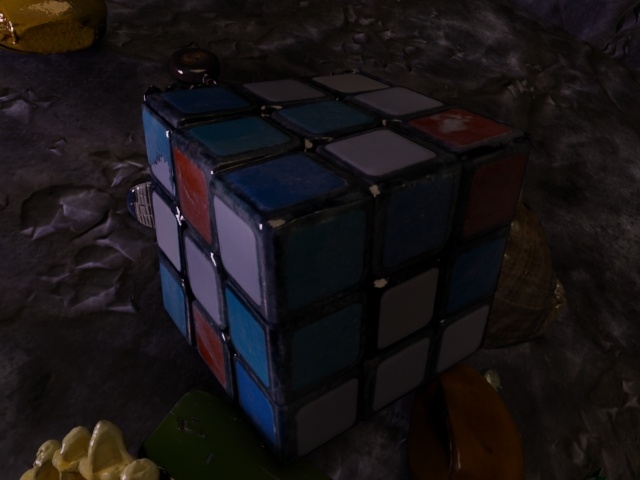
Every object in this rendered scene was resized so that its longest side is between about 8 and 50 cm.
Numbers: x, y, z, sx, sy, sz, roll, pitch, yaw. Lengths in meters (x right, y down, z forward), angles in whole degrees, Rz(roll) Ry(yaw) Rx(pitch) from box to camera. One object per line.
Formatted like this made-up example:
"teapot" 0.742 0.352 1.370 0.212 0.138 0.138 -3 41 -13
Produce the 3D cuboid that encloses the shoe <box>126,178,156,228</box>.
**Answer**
"shoe" -0.229 -0.085 0.949 0.207 0.091 0.106 -14 35 -25

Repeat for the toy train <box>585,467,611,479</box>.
"toy train" 0.375 0.448 0.704 0.154 0.115 0.269 29 47 16

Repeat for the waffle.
"waffle" -0.212 0.308 0.517 0.250 0.261 0.056 53 24 18

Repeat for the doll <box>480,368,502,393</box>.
"doll" 0.269 0.259 0.874 0.037 0.027 0.125 26 47 -9

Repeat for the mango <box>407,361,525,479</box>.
"mango" 0.200 0.274 0.769 0.166 0.136 0.236 22 41 -21

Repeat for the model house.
"model house" -0.093 0.335 0.625 0.294 0.154 0.207 36 4 -1

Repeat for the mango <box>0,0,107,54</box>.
"mango" -0.561 -0.446 1.093 0.262 0.130 0.167 -21 55 -28

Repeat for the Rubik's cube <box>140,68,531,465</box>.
"Rubik's cube" 0.000 0.000 0.717 0.362 0.363 0.359 -19 36 -32

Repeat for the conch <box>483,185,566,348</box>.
"conch" 0.309 0.031 0.976 0.352 0.210 0.297 24 62 2

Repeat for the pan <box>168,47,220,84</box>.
"pan" -0.253 -0.353 1.189 0.115 0.040 0.212 -22 61 -28
